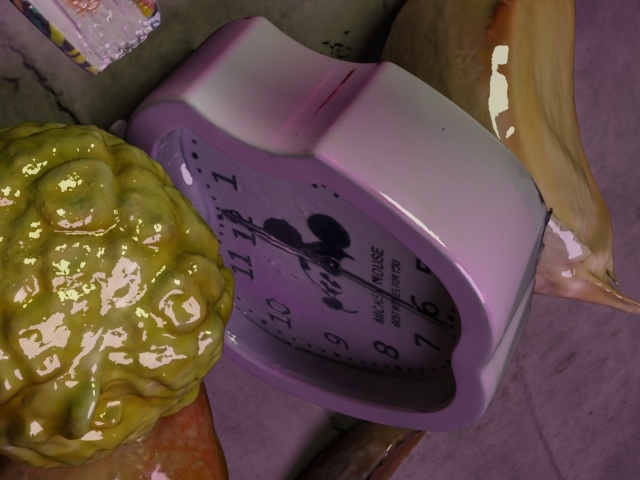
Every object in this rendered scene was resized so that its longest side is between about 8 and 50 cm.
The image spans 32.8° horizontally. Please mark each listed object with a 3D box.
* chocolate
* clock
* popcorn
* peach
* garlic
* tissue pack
[{"bbox_3d":[0.029,0.297,1.358,0.261,0.083,0.161,-54,162,21],"label":"chocolate"},{"bbox_3d":[0.000,0.000,0.808,0.102,0.339,0.338,-55,156,-31],"label":"clock"},{"bbox_3d":[-0.180,0.035,0.740,0.206,0.251,0.237,-41,115,-17],"label":"popcorn"},{"bbox_3d":[-0.172,0.184,0.911,0.214,0.214,0.235,-10,130,-38],"label":"peach"},{"bbox_3d":[0.159,-0.079,0.827,0.196,0.338,0.151,-9,165,-17],"label":"garlic"},{"bbox_3d":[-0.152,-0.170,0.563,0.060,0.148,0.108,-36,147,6],"label":"tissue pack"}]
